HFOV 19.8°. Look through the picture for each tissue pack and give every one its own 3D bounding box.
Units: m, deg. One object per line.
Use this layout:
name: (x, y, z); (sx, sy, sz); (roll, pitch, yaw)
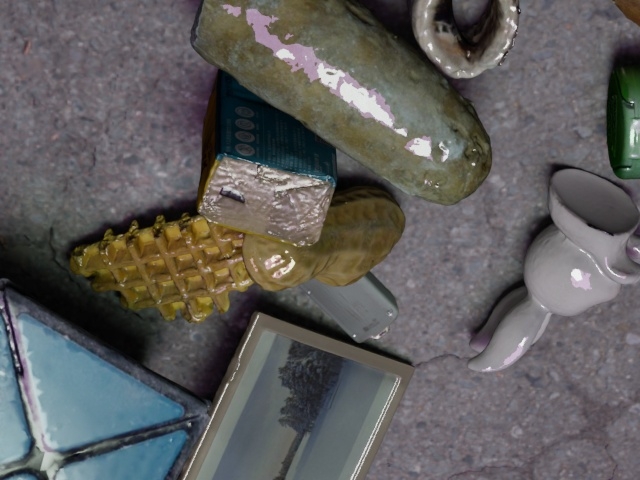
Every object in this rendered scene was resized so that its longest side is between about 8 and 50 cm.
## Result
tissue pack: (-0.051, -0.079, 1.695); (0.120, 0.169, 0.082); (14, 122, -11)

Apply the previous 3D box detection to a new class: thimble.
thimble: (0.130, -0.215, 1.663); (0.102, 0.090, 0.115); (-16, 119, 7)

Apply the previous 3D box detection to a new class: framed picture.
framed picture: (-0.042, 0.230, 1.867); (0.213, 0.016, 0.289); (22, 95, -35)

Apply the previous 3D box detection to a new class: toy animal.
toy animal: (0.239, 0.051, 1.819); (0.131, 0.104, 0.221); (18, 119, -14)

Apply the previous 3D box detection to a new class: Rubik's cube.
Rubik's cube: (-0.294, 0.191, 1.750); (0.259, 0.255, 0.260); (31, 79, -21)

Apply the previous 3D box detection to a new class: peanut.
peanut: (0.000, 0.000, 1.755); (0.194, 0.083, 0.093); (-19, 130, -37)

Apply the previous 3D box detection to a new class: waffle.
waffle: (-0.141, 0.009, 1.797); (0.160, 0.046, 0.192); (32, 126, -16)

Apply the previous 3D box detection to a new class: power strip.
power strip: (-0.017, 0.010, 1.830); (0.060, 0.027, 0.253); (-36, 115, 19)

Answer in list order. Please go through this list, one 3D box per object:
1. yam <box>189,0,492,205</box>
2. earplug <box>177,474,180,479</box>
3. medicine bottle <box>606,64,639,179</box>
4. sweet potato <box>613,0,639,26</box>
yam: (0.016, -0.151, 1.644); (0.330, 0.133, 0.133); (37, 114, -9)
earplug: (-0.079, 0.310, 1.956); (0.132, 0.132, 0.273); (-30, 121, 15)
medicine bottle: (0.409, -0.114, 1.709); (0.274, 0.133, 0.133); (-1, 121, -2)
sweet potato: (0.206, -0.280, 1.623); (0.385, 0.109, 0.109); (25, 118, -28)
